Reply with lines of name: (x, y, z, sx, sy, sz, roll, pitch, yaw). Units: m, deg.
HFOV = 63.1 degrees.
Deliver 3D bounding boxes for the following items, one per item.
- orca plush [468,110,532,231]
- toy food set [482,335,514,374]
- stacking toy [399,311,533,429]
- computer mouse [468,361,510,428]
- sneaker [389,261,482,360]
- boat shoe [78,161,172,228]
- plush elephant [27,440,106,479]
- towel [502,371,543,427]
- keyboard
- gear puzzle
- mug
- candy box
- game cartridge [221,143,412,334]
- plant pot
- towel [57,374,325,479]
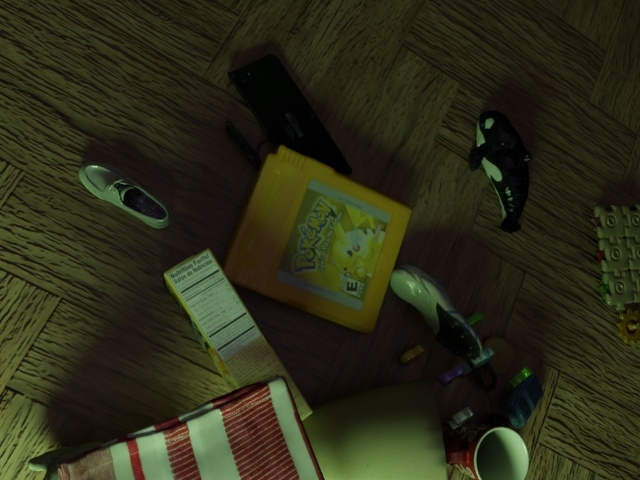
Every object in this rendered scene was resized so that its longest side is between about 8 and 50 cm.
orca plush: (0.422, -0.165, 1.171, 0.151, 0.102, 0.286, 7, 79, -15)
toy food set: (0.381, 0.248, 1.132, 0.083, 0.020, 0.083, 42, 72, -6)
stacking toy: (0.296, 0.252, 1.051, 0.221, 0.052, 0.167, -25, 59, -19)
computer mouse: (0.351, 0.357, 1.095, 0.071, 0.041, 0.241, -9, 82, -19)
sneaker: (0.240, 0.135, 1.050, 0.086, 0.085, 0.237, -27, 68, -41)
boat shoe: (-0.353, -0.084, 0.944, 0.184, 0.063, 0.066, 40, 72, -7)
plush elephant: (-0.321, 0.419, 0.771, 0.255, 0.272, 0.329, 41, 43, -21)
towel: (0.434, 0.337, 1.108, 0.119, 0.029, 0.067, -34, 98, -39)
keyboard: (-0.088, -0.214, 1.065, 0.202, 0.033, 0.317, -34, 91, -24)
gear puzzle: (0.736, 0.080, 1.261, 0.176, 0.044, 0.338, -3, 84, -19)
mug: (0.284, 0.392, 1.000, 0.150, 0.169, 0.113, 33, 74, -9)
candy box: (-0.151, 0.175, 0.898, 0.088, 0.183, 0.316, -33, 91, -20)
game cartridge: (0.000, 0.000, 1.019, 0.324, 0.053, 0.285, 23, 78, -20)
plant pot: (0.053, 0.381, 0.914, 0.274, 0.256, 0.256, -3, 81, -2)
towel: (-0.151, 0.346, 0.704, 0.329, 0.037, 0.236, -16, 75, -29)
